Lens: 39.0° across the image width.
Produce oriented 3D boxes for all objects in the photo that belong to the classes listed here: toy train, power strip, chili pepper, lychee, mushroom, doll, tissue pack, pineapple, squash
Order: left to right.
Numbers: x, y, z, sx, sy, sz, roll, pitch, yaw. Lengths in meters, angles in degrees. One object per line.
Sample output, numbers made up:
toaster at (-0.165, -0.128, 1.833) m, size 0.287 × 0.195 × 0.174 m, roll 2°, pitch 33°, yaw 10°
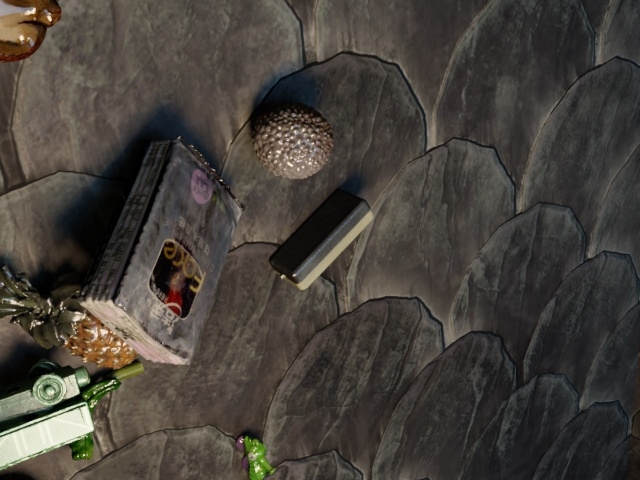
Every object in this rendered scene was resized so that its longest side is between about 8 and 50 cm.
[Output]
mushroom at (-0.499, -0.394, 1.392) m, size 0.194 × 0.138 × 0.231 m, roll 25°, pitch 82°, yaw -32°
toy train at (-0.548, 0.315, 1.659) m, size 0.269 × 0.115 × 0.154 m, roll -19°, pitch 113°, yaw -24°
pineapple at (-0.467, 0.132, 1.674) m, size 0.310 × 0.141 × 0.170 m, roll 27°, pitch 116°, yaw -39°
chili pepper at (-0.468, 0.354, 1.830) m, size 0.182 × 0.073 × 0.050 m, roll -70°, pitch 159°, yaw 1°
squash at (-0.409, 0.275, 1.871) m, size 0.083 × 0.027 × 0.027 m, roll -18°, pitch 122°, yaw -34°
tissue pack at (-0.288, 0.022, 1.688) m, size 0.259 × 0.122 × 0.361 m, roll 53°, pitch 45°, yaw -47°
doll at (-0.151, 0.546, 2.177) m, size 0.050 × 0.115 × 0.190 m, roll -26°, pitch 128°, yaw -32°
lychee at (-0.052, -0.202, 1.859) m, size 0.165 × 0.165 × 0.197 m, roll -56°, pitch 143°, yaw -5°
power strip at (0.000, 0.000, 2.045) m, size 0.256 × 0.105 × 0.070 m, roll -45°, pitch 129°, yaw -14°

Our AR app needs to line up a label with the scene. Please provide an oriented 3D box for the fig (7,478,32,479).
fig at (-0.539, 0.587, 1.746) m, size 0.191 × 0.290 × 0.191 m, roll -52°, pitch 157°, yaw -32°
